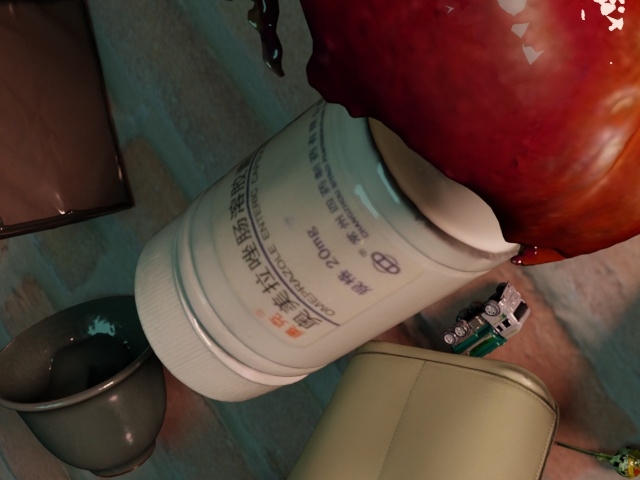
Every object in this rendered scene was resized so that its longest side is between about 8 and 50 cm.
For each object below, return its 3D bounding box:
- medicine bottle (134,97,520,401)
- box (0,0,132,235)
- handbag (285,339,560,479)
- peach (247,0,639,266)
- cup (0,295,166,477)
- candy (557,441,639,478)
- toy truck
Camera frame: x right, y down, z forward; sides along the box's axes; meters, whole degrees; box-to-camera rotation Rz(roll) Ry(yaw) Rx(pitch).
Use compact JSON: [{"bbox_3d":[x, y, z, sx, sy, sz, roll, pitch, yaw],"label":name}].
[{"bbox_3d":[0.000,0.000,1.016,0.332,0.190,0.190,-34,81,40],"label":"medicine bottle"},{"bbox_3d":[-0.335,-0.126,1.263,0.153,0.188,0.252,-6,97,43],"label":"box"},{"bbox_3d":[0.056,0.239,0.978,0.241,0.315,0.109,5,147,39],"label":"handbag"},{"bbox_3d":[0.139,-0.179,0.734,0.339,0.353,0.416,42,174,-19],"label":"peach"},{"bbox_3d":[-0.239,0.175,1.295,0.199,0.199,0.150,5,125,38],"label":"cup"},{"bbox_3d":[0.232,0.177,0.994,0.083,0.025,0.023,12,68,45],"label":"candy"},{"bbox_3d":[0.142,0.073,1.023,0.044,0.039,0.083,47,131,-3],"label":"toy truck"}]
